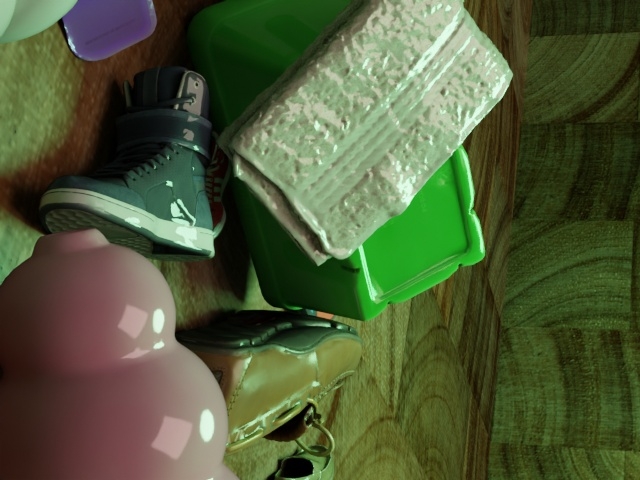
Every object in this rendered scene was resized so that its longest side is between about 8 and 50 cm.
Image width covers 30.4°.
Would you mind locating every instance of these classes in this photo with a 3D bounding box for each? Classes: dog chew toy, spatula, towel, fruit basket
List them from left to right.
[{"bbox_3d":[-0.200,-0.274,0.908,0.084,0.030,0.296,-34,126,-24],"label":"spatula"},{"bbox_3d":[-0.152,0.157,0.839,0.206,0.207,0.331,-25,107,-71],"label":"dog chew toy"},{"bbox_3d":[0.006,-0.132,1.324,0.283,0.392,0.392,-27,127,-21],"label":"fruit basket"},{"bbox_3d":[0.048,-0.122,1.098,0.282,0.049,0.187,-48,127,-9],"label":"towel"}]

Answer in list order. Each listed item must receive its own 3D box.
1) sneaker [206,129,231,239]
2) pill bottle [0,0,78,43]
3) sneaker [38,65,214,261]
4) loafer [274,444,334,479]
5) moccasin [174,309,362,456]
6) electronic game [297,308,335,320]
[{"bbox_3d":[-0.117,-0.059,1.173,0.067,0.042,0.118,75,15,-50],"label":"sneaker"},{"bbox_3d":[-0.194,-0.225,0.717,0.301,0.169,0.169,-70,154,-47],"label":"pill bottle"},{"bbox_3d":[-0.157,-0.074,0.977,0.226,0.086,0.163,20,70,-70],"label":"sneaker"},{"bbox_3d":[-0.020,0.290,1.471,0.148,0.056,0.050,-46,140,-65],"label":"loafer"},{"bbox_3d":[-0.051,0.154,1.239,0.380,0.139,0.146,-11,108,-75],"label":"moccasin"},{"bbox_3d":[0.000,0.000,1.538,0.229,0.048,0.229,0,90,-73],"label":"electronic game"}]
